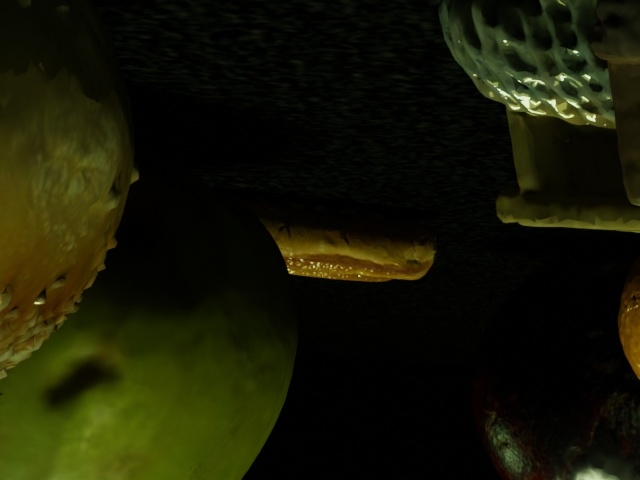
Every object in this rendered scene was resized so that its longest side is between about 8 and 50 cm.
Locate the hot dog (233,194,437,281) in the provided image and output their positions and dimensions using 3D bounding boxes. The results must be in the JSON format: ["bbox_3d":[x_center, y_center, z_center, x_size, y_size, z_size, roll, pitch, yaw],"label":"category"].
[{"bbox_3d":[0.000,0.000,1.023,0.165,0.045,0.071,6,171,-23],"label":"hot dog"}]

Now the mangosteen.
[{"bbox_3d":[0.215,0.112,1.153,0.216,0.216,0.216,3,173,0],"label":"mangosteen"}]

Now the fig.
[{"bbox_3d":[-0.139,0.076,0.784,0.239,0.271,0.239,15,180,0],"label":"fig"}]

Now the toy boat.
[{"bbox_3d":[0.135,-0.050,0.320,0.121,0.089,0.321,-5,179,-32],"label":"toy boat"}]

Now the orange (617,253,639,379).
[{"bbox_3d":[0.255,0.048,0.992,0.135,0.117,0.135,38,160,16],"label":"orange"}]

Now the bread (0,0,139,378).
[{"bbox_3d":[-0.210,-0.018,0.490,0.305,0.159,0.305,3,175,0],"label":"bread"}]
